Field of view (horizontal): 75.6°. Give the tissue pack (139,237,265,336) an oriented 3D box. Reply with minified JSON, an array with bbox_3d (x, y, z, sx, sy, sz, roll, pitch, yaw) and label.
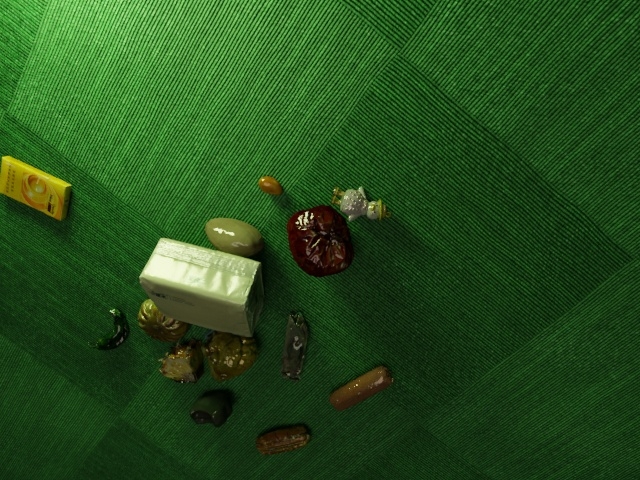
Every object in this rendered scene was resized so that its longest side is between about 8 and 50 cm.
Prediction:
[{"bbox_3d":[-0.402,0.174,1.473,0.380,0.207,0.297,13,146,6],"label":"tissue pack"}]

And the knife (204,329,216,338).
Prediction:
[{"bbox_3d":[-0.358,0.320,1.666,0.313,0.019,0.044,-37,108,20],"label":"knife"}]

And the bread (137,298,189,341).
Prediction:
[{"bbox_3d":[-0.640,0.329,1.674,0.213,0.104,0.213,3,114,7],"label":"bread"}]

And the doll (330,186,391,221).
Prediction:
[{"bbox_3d":[0.135,-0.115,1.371,0.207,0.081,0.129,18,79,1],"label":"doll"}]

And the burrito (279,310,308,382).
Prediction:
[{"bbox_3d":[-0.099,0.423,1.631,0.096,0.066,0.309,11,110,9],"label":"burrito"}]

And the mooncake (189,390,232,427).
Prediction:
[{"bbox_3d":[-0.464,0.728,1.761,0.168,0.175,0.104,-20,106,-26],"label":"mooncake"}]

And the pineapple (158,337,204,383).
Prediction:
[{"bbox_3d":[-0.573,0.520,1.744,0.186,0.114,0.236,44,122,-8],"label":"pineapple"}]

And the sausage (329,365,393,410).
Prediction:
[{"bbox_3d":[0.159,0.589,1.637,0.289,0.086,0.086,-37,101,19],"label":"sausage"}]

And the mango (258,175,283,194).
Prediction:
[{"bbox_3d":[-0.170,-0.187,1.422,0.089,0.046,0.060,30,116,-16],"label":"mango"}]

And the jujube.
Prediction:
[{"bbox_3d":[0.000,0.000,1.377,0.213,0.213,0.232,-16,97,16],"label":"jujube"}]

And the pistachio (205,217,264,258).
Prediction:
[{"bbox_3d":[-0.311,-0.009,1.478,0.226,0.136,0.135,20,113,11],"label":"pistachio"}]

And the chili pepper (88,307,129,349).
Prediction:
[{"bbox_3d":[-0.910,0.412,1.776,0.122,0.065,0.279,44,110,2],"label":"chili pepper"}]

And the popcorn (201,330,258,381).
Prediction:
[{"bbox_3d":[-0.363,0.440,1.640,0.203,0.200,0.226,58,145,14],"label":"popcorn"}]

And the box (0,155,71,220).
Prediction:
[{"bbox_3d":[-1.094,-0.200,1.582,0.269,0.043,0.152,25,114,0],"label":"box"}]

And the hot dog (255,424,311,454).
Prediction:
[{"bbox_3d":[-0.168,0.879,1.819,0.269,0.072,0.115,-24,97,18],"label":"hot dog"}]
